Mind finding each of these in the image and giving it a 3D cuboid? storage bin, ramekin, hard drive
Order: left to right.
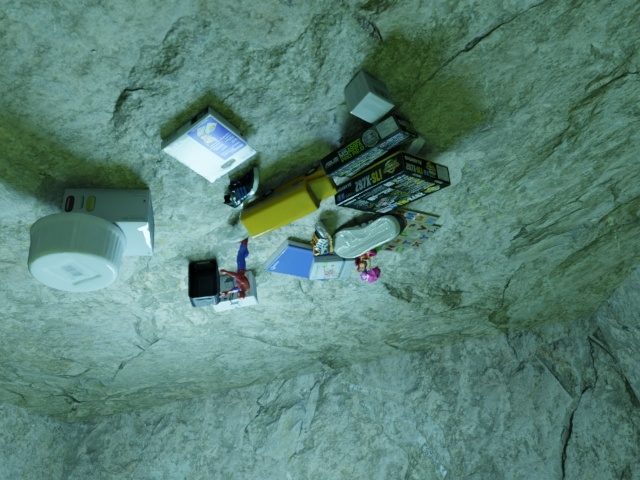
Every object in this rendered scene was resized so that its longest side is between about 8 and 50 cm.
[{"bbox_3d":[-0.760,0.047,1.436,0.277,0.135,0.277,-7,146,-5],"label":"ramekin"},{"bbox_3d":[-0.488,0.179,1.931,0.121,0.180,0.084,-5,147,-8],"label":"storage bin"},{"bbox_3d":[-0.063,0.096,2.058,0.318,0.040,0.210,14,139,-33],"label":"hard drive"}]

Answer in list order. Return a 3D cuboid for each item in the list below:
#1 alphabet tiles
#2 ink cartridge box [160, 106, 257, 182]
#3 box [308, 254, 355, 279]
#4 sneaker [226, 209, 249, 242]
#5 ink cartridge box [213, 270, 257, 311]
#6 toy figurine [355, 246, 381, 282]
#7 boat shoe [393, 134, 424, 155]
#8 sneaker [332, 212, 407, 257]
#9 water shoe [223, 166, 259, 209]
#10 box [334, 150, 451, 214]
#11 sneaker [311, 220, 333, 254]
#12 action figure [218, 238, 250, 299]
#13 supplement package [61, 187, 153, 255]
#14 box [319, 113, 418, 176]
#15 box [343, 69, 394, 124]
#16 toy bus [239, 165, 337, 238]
[{"bbox_3d":[0.346,-0.036,2.009,0.342,0.011,0.285,10,142,-28],"label":"alphabet tiles"},{"bbox_3d":[-0.337,-0.286,1.408,0.206,0.045,0.208,-28,142,23],"label":"ink cartridge box"},{"bbox_3d":[0.050,0.119,2.054,0.186,0.038,0.145,-2,145,-13],"label":"box"},{"bbox_3d":[-0.283,-0.072,1.730,0.212,0.080,0.094,-30,131,15],"label":"sneaker"},{"bbox_3d":[-0.388,0.227,2.068,0.190,0.140,0.082,-12,145,1],"label":"ink cartridge box"},{"bbox_3d":[0.203,0.117,2.045,0.130,0.159,0.173,20,142,-41],"label":"toy figurine"},{"bbox_3d":[0.292,-0.288,1.581,0.063,0.066,0.184,8,132,-25],"label":"boat shoe"},{"bbox_3d":[0.205,-0.022,1.885,0.350,0.131,0.148,-17,-177,42],"label":"sneaker"},{"bbox_3d":[-0.272,-0.175,1.567,0.080,0.073,0.203,12,140,-27],"label":"water shoe"},{"bbox_3d":[0.242,-0.187,1.594,0.257,0.080,0.322,5,160,-40],"label":"box"},{"bbox_3d":[0.000,0.000,1.885,0.083,0.084,0.215,-22,147,-5],"label":"sneaker"},{"bbox_3d":[-0.341,0.109,1.779,0.138,0.281,0.091,-12,146,1],"label":"action figure"},{"bbox_3d":[-0.706,-0.057,1.551,0.261,0.145,0.204,-1,145,-15],"label":"supplement package"},{"bbox_3d":[0.156,-0.289,1.447,0.270,0.060,0.216,-29,174,26],"label":"box"},{"bbox_3d":[0.137,-0.407,1.316,0.101,0.102,0.087,15,137,-36],"label":"box"},{"bbox_3d":[-0.109,-0.133,1.595,0.332,0.130,0.108,-23,116,18],"label":"toy bus"}]
